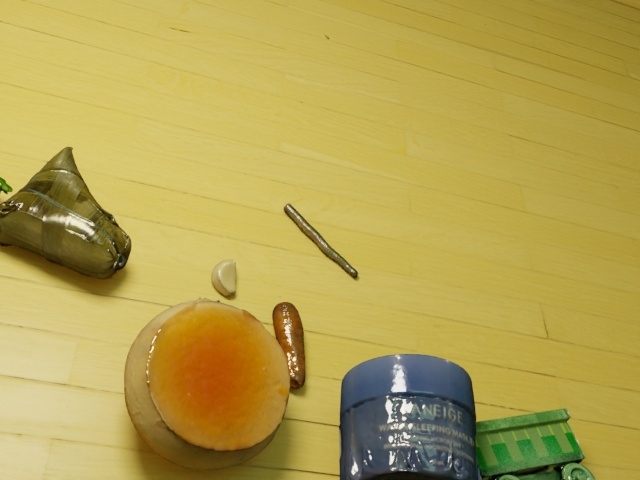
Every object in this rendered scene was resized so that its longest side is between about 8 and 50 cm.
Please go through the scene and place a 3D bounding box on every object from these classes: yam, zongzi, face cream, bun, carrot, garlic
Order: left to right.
[{"bbox_3d":[-0.461,-0.062,1.483,0.250,0.125,0.274,25,42,-3],"label":"zongzi"},{"bbox_3d":[-0.207,0.254,1.315,0.298,0.165,0.299,18,55,-28],"label":"bun"},{"bbox_3d":[-0.198,0.075,1.545,0.053,0.041,0.083,11,57,-33],"label":"garlic"},{"bbox_3d":[-0.058,0.207,1.491,0.060,0.060,0.186,3,55,-22],"label":"carrot"},{"bbox_3d":[0.000,0.000,1.698,0.234,0.029,0.027,44,38,12],"label":"yam"},{"bbox_3d":[0.157,0.357,1.339,0.248,0.249,0.225,12,52,-15],"label":"face cream"}]

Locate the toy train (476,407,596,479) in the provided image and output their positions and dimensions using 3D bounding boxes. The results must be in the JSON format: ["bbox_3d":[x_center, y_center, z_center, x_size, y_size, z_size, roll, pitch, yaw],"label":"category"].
[{"bbox_3d":[0.391,0.444,1.465,0.300,0.120,0.202,-2,51,-25],"label":"toy train"}]

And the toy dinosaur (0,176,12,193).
[{"bbox_3d":[-0.674,-0.060,1.406,0.194,0.152,0.177,38,87,19],"label":"toy dinosaur"}]
